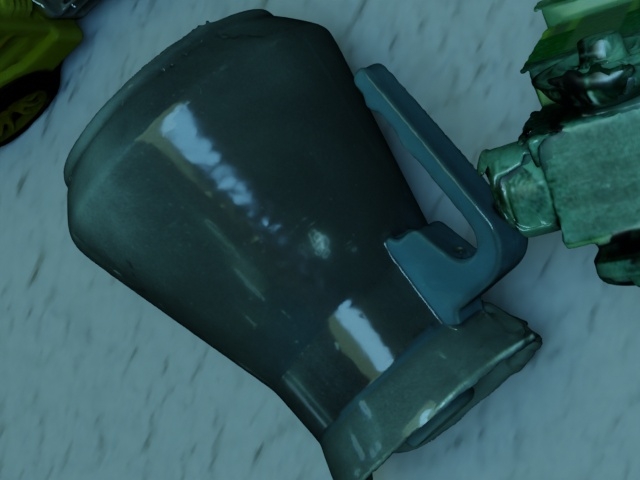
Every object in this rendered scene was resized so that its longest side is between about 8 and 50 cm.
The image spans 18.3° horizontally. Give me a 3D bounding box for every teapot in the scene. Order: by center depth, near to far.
[{"bbox_3d":[0.000,0.000,0.996,0.225,0.171,0.203,49,135,9],"label":"teapot"}]

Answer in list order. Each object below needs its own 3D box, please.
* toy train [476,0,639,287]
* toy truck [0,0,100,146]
[{"bbox_3d":[0.224,-0.075,0.895,0.301,0.202,0.120,-16,106,21],"label":"toy train"},{"bbox_3d":[-0.155,-0.210,1.026,0.405,0.254,0.180,-42,79,19],"label":"toy truck"}]
